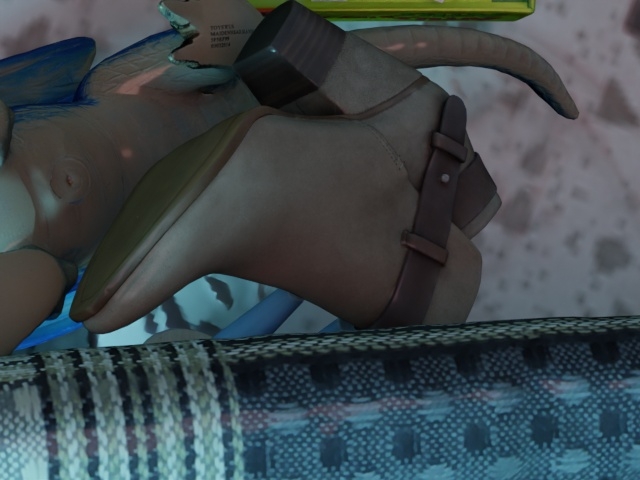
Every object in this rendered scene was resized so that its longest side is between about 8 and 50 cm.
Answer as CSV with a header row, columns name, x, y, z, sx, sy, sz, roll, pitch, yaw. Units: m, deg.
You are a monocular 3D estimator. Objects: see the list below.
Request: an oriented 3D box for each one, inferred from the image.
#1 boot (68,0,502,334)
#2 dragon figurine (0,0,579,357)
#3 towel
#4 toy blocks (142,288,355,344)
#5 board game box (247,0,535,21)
name,x,y,z,sx,sy,sz,roll,pitch,yaw
boot,0.000,0.000,0.461,0.087,0.042,0.118,45,61,-22
dragon figurine,-0.075,-0.015,0.529,0.289,0.144,0.085,-26,96,-28
towel,0.021,0.154,0.516,0.312,0.056,0.324,-3,123,-14
toy blocks,-0.021,0.085,0.523,0.123,0.054,0.148,42,123,-11
board game box,0.016,-0.157,0.555,0.092,0.043,0.181,0,93,-2
